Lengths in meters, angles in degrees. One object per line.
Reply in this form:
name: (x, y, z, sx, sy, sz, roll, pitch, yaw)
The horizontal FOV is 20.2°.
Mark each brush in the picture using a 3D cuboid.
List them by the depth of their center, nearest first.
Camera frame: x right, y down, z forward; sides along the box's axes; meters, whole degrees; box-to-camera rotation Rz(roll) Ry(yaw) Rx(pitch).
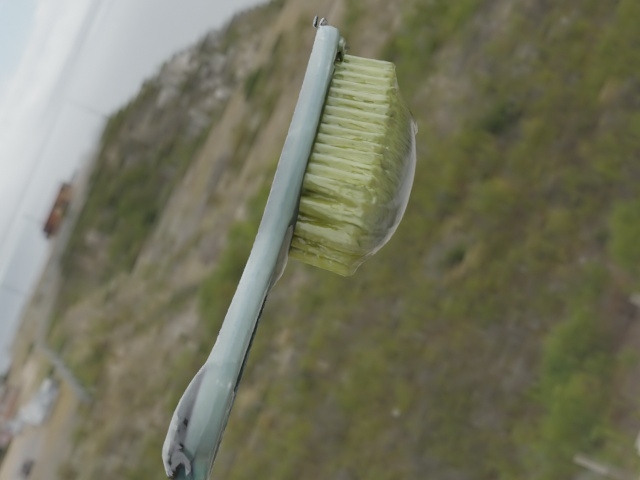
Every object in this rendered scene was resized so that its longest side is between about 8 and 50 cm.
brush: (0.000, 0.000, 0.696, 0.297, 0.060, 0.068, -74, 0, -56)
